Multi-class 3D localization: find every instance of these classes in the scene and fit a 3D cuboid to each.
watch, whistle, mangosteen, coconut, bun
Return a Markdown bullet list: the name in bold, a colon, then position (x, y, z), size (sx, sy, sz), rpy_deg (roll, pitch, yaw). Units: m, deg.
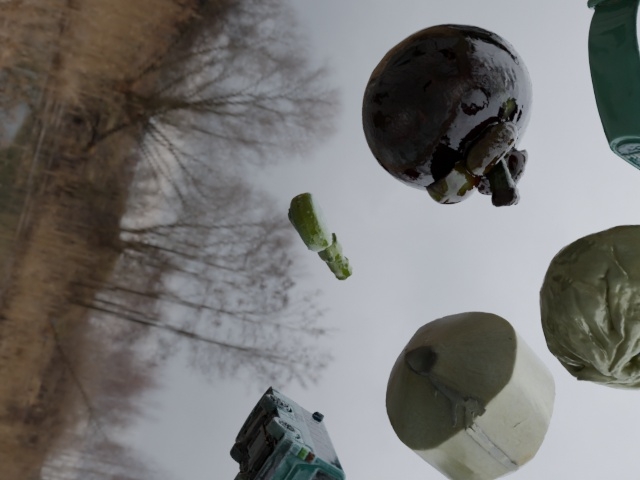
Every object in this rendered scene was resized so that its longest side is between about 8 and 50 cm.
- **watch**: position (0.339, -0.151, 0.805), size (0.068, 0.237, 0.195), rpy_deg (-4, -113, 60)
- **whistle**: position (0.000, 0.000, 1.510), size (0.104, 0.057, 0.198), rpy_deg (-102, 167, -46)
- **mangosteen**: position (0.174, -0.146, 1.101), size (0.265, 0.228, 0.228), rpy_deg (60, -40, 28)
- **coconut**: position (0.273, 0.284, 1.619), size (0.323, 0.323, 0.323), rpy_deg (-164, -90, -75)
- **bun**: position (0.383, 0.097, 1.075), size (0.145, 0.229, 0.229), rpy_deg (-87, -160, -48)

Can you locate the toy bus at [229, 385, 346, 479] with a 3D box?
- **toy bus**: position (-0.053, 0.339, 1.368), size (0.128, 0.147, 0.256), rpy_deg (-56, -170, 2)
